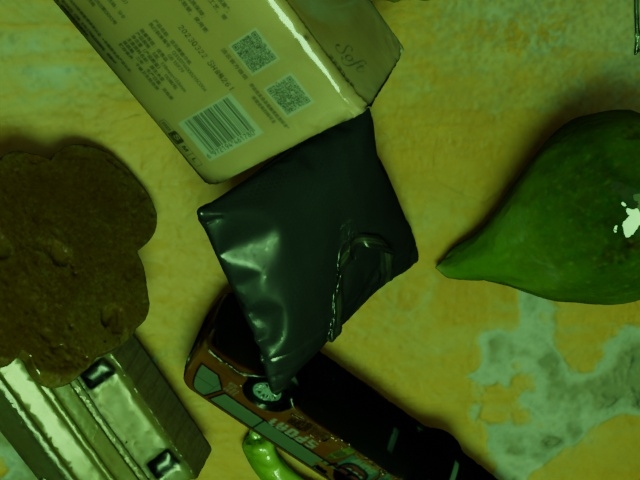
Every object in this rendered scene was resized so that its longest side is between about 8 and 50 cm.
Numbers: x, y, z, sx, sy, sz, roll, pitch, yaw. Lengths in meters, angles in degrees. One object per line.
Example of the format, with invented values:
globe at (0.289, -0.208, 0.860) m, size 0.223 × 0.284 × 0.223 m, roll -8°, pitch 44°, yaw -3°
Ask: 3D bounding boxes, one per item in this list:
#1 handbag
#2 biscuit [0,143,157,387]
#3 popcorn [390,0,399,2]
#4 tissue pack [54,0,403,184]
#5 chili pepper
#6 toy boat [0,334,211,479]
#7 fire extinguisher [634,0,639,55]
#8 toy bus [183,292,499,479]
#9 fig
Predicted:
handbag at (0.000, 0.000, 1.155) m, size 0.254 × 0.088 × 0.211 m, roll -39°, pitch 123°, yaw -37°
biscuit at (-0.255, 0.024, 1.085) m, size 0.208 × 0.041 × 0.290 m, roll 49°, pitch 44°, yaw -12°
popcorn at (0.078, -0.319, 1.125) m, size 0.197 × 0.155 × 0.198 m, roll 2°, pitch 80°, yaw -14°
tissue pack at (-0.087, -0.247, 1.077) m, size 0.238 × 0.238 × 0.305 m, roll -40°, pitch 109°, yaw -2°
chili pepper at (-0.015, 0.271, 1.277) m, size 0.208 × 0.043 × 0.049 m, roll 41°, pitch 53°, yaw -21°
toy boat at (-0.228, 0.169, 1.162) m, size 0.162 × 0.136 × 0.445 m, roll -38°, pitch 106°, yaw -14°
fire extinguisher at (0.368, -0.273, 1.249) m, size 0.064 × 0.043 × 0.158 m, roll 9°, pitch 101°, yaw 29°
toy bus at (0.035, 0.205, 1.234) m, size 0.409 × 0.093 × 0.092 m, roll 37°, pitch 132°, yaw -16°
fig at (0.247, -0.010, 1.212) m, size 0.275 × 0.206 × 0.206 m, roll -25°, pitch 106°, yaw 15°
